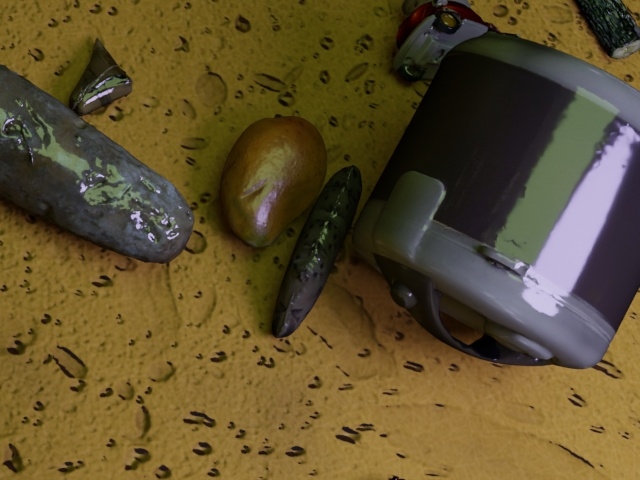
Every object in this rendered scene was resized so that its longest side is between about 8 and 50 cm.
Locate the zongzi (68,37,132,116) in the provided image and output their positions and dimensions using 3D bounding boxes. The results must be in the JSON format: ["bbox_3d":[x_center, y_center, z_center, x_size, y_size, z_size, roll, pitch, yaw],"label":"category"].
[{"bbox_3d":[-0.265,-0.188,1.934,0.076,0.040,0.083,-28,70,-21],"label":"zongzi"}]

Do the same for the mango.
[{"bbox_3d":[-0.059,-0.073,1.941,0.115,0.089,0.165,48,64,-9],"label":"mango"}]

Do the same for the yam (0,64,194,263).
[{"bbox_3d":[-0.286,-0.080,1.830,0.330,0.133,0.133,32,62,-7],"label":"yam"}]

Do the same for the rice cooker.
[{"bbox_3d":[0.217,-0.027,1.875,0.335,0.335,0.325,28,85,-9],"label":"rice cooker"}]

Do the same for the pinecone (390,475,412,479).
[{"bbox_3d":[0.096,0.299,1.865,0.083,0.077,0.077,34,56,31],"label":"pinecone"}]

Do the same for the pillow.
[{"bbox_3d":[0.000,0.001,1.928,0.051,0.093,0.241,23,63,4],"label":"pillow"}]

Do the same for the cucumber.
[{"bbox_3d":[0.358,-0.323,2.213,0.058,0.058,0.187,-27,81,-27],"label":"cucumber"}]

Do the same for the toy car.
[{"bbox_3d":[0.153,-0.262,2.092,0.139,0.112,0.112,8,51,-28],"label":"toy car"}]
